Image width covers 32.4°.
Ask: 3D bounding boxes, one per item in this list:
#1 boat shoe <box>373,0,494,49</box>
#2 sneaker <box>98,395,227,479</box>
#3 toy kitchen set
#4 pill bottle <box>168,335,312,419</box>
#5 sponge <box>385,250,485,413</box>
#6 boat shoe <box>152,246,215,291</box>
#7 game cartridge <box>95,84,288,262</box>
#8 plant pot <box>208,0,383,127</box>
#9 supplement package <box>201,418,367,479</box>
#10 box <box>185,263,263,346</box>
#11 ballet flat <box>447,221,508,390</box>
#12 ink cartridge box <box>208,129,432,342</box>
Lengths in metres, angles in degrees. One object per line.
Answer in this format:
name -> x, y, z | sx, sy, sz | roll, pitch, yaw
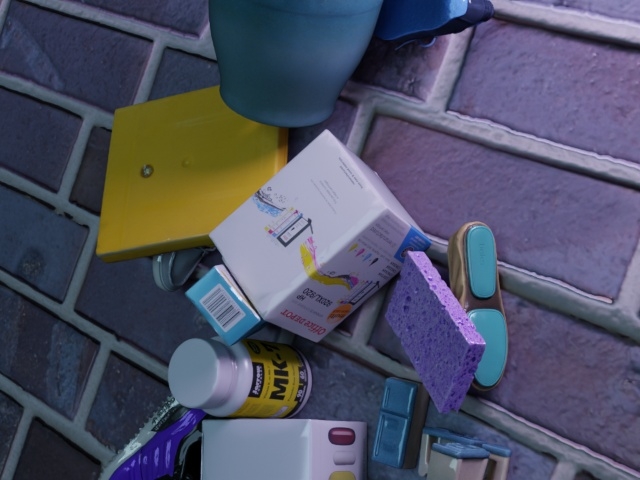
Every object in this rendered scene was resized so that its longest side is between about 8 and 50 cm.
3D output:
boat shoe -> 0.154, -0.323, 1.604 | 0.258, 0.089, 0.109 | 33, 117, 59
sneaker -> -0.244, 0.374, 1.756 | 0.293, 0.102, 0.146 | -52, 56, 17
toy kitchen set -> 0.136, 0.256, 1.454 | 0.207, 0.166, 0.122 | 9, 87, 38
pill bottle -> -0.118, 0.203, 1.629 | 0.119, 0.209, 0.119 | -8, 76, 36
sponge -> 0.151, 0.121, 1.491 | 0.210, 0.031, 0.117 | -118, 39, -51
boat shoe -> -0.207, -0.018, 1.824 | 0.081, 0.079, 0.227 | 20, 90, 42
game cartridge -> -0.204, -0.116, 1.795 | 0.324, 0.052, 0.285 | -8, 62, 21
plant pot -> -0.045, -0.317, 1.641 | 0.272, 0.272, 0.255 | 39, 132, 35
supplement package -> -0.054, 0.389, 1.584 | 0.204, 0.145, 0.261 | -7, 77, 36
box -> -0.118, 0.087, 1.618 | 0.060, 0.244, 0.100 | -41, 86, 6
ballet flat -> 0.210, 0.092, 1.506 | 0.073, 0.080, 0.232 | 154, 120, -61
ink cartridge box -> 0.000, 0.000, 1.580 | 0.233, 0.171, 0.168 | -42, 59, 9
